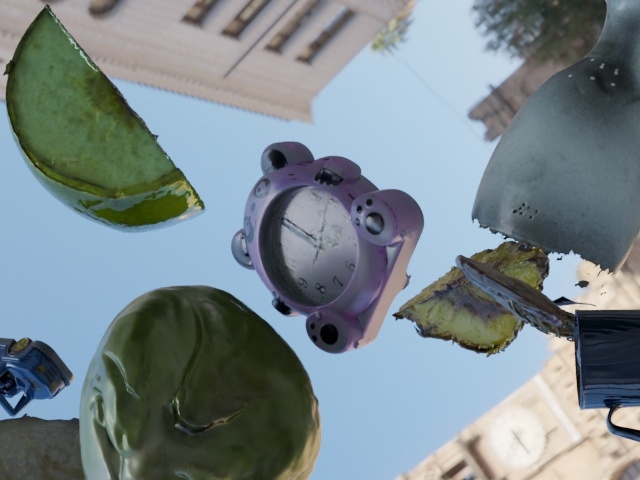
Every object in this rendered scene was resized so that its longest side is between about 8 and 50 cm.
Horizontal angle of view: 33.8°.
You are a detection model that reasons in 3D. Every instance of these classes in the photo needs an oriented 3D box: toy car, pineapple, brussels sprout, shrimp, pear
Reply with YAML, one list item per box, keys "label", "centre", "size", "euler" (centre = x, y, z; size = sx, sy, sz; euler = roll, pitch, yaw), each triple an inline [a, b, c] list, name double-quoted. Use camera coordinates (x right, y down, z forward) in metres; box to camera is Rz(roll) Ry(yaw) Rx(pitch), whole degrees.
- label: "toy car"
  centre: [-0.489, 0.212, 1.651]
  size: [0.097, 0.191, 0.100]
  euler: [62, -138, -35]
- label: "pineapple"
  centre: [0.310, 0.093, 1.811]
  size: [0.158, 0.334, 0.161]
  euler: [53, -143, -2]
- label: "brussels sprout"
  centre: [-0.144, 0.210, 1.269]
  size: [0.327, 0.247, 0.328]
  euler: [22, -137, -22]
- label: "shrimp"
  centre: [0.296, 0.084, 1.505]
  size: [0.236, 0.053, 0.133]
  euler: [32, 173, 6]
- label: "pear"
  centre: [-0.251, -0.100, 1.243]
  size: [0.288, 0.139, 0.239]
  euler: [50, -178, 18]

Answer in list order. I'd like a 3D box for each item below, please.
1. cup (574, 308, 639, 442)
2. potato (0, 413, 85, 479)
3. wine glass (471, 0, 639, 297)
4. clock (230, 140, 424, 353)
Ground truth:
- label: "cup"
  centre: [0.363, 0.150, 1.199]
  size: [0.113, 0.138, 0.150]
  euler: [-37, -56, -77]
- label: "potato"
  centre: [-0.426, 0.445, 1.476]
  size: [0.397, 0.296, 0.290]
  euler: [-7, -139, -36]
- label: "wine glass"
  centre: [0.302, -0.131, 1.177]
  size: [0.190, 0.357, 0.190]
  euler: [20, -177, -1]
- label: "clock"
  centre: [0.000, 0.000, 1.368]
  size: [0.247, 0.228, 0.090]
  euler: [35, -155, 30]
